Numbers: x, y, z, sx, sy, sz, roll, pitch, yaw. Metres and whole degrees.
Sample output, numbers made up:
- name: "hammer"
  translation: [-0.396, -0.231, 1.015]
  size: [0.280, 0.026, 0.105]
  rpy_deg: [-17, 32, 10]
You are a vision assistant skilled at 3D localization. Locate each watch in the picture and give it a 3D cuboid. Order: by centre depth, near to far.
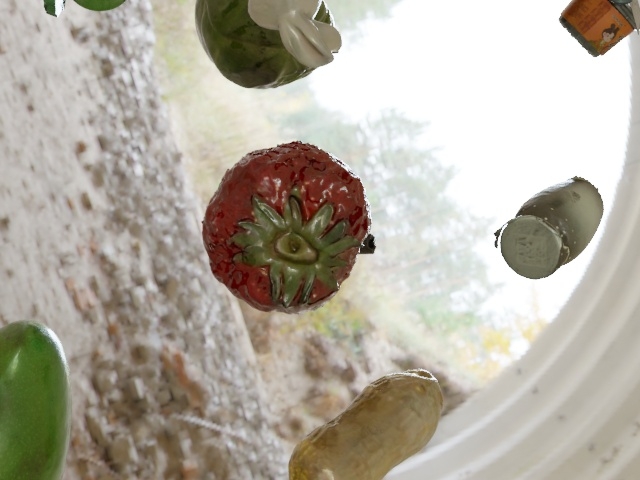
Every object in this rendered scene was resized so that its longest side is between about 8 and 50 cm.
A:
- name: "watch"
  translation: [-0.426, -0.483, 1.877]
  size: [0.131, 0.152, 0.165]
  rpy_deg: [118, -21, -64]

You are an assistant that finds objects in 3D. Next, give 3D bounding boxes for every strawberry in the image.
- name: "strawberry"
  translation: [-0.052, -0.030, 1.504]
  size: [0.277, 0.257, 0.257]
  rpy_deg: [-103, 176, -75]

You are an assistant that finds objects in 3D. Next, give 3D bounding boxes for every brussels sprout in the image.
- name: "brussels sprout"
  translation: [-0.116, -0.477, 2.222]
  size: [0.354, 0.289, 0.281]
  rpy_deg: [9, 36, -49]

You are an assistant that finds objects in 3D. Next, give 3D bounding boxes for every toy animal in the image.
- name: "toy animal"
  translation: [-0.029, -0.488, 1.824]
  size: [0.310, 0.247, 0.183]
  rpy_deg: [-63, 177, 3]

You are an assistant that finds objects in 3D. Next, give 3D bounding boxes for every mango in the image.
- name: "mango"
  translation: [-0.468, 0.281, 1.491]
  size: [0.225, 0.201, 0.382]
  rpy_deg: [-37, 151, -59]

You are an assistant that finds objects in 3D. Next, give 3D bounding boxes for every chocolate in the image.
- name: "chocolate"
  translation: [0.072, 0.304, 1.540]
  size: [0.134, 0.309, 0.134]
  rpy_deg: [30, -43, 32]

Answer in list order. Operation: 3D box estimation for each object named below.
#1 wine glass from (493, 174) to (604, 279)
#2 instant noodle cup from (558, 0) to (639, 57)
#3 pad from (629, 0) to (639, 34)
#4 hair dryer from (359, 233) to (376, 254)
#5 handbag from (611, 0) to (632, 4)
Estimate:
- name: "wine glass"
  translation: [0.344, -0.021, 1.485]
  size: [0.204, 0.111, 0.111]
  rpy_deg: [-31, 107, -51]
- name: "instant noodle cup"
  translation: [0.594, -0.475, 2.172]
  size: [0.208, 0.125, 0.177]
  rpy_deg: [46, 16, 1]
- name: "pad"
  translation: [0.550, -0.477, 1.817]
  size: [0.190, 0.004, 0.127]
  rpy_deg: [65, 29, -23]
- name: "hair dryer"
  translation: [0.000, 0.000, 2.109]
  size: [0.197, 0.251, 0.089]
  rpy_deg: [66, 35, -41]
- name: "handbag"
  translation: [0.456, -0.468, 1.496]
  size: [0.229, 0.179, 0.062]
  rpy_deg: [27, 43, -39]
